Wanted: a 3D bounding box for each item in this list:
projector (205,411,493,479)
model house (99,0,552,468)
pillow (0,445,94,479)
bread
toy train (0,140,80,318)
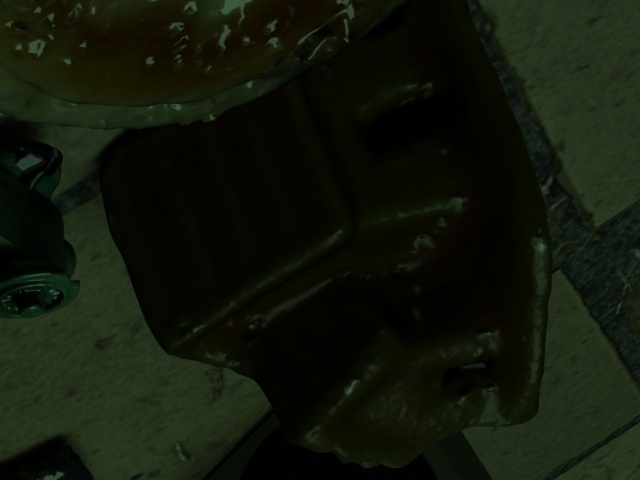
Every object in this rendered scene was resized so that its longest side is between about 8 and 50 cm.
[{"bbox_3d":[0.034,0.248,1.452,0.079,0.259,0.257,5,135,-51],"label":"projector"},{"bbox_3d":[0.005,0.008,1.087,0.239,0.268,0.173,-17,170,-23],"label":"model house"},{"bbox_3d":[-0.288,0.245,1.372,0.255,0.034,0.189,-23,150,-13],"label":"pillow"},{"bbox_3d":[-0.063,-0.177,0.764,0.305,0.159,0.305,-25,149,-16],"label":"bread"},{"bbox_3d":[-0.232,-0.011,0.952,0.159,0.101,0.248,-21,155,13],"label":"toy train"}]
